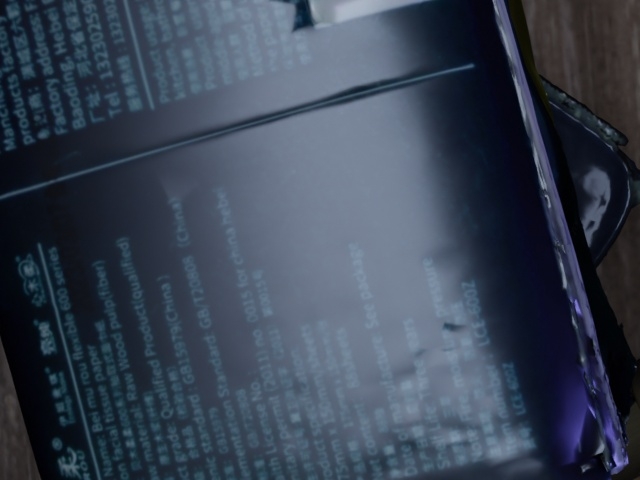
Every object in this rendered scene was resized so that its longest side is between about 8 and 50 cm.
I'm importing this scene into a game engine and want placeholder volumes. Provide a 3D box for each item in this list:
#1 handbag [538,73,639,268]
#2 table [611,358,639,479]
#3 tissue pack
[{"bbox_3d":[0.000,0.000,0.722,0.303,0.122,0.329,37,99,11],"label":"handbag"},{"bbox_3d":[0.143,0.199,0.672,0.227,0.167,0.167,-34,82,20],"label":"table"},{"bbox_3d":[-0.023,-0.069,0.534,0.264,0.253,0.416,-16,87,14],"label":"tissue pack"}]
